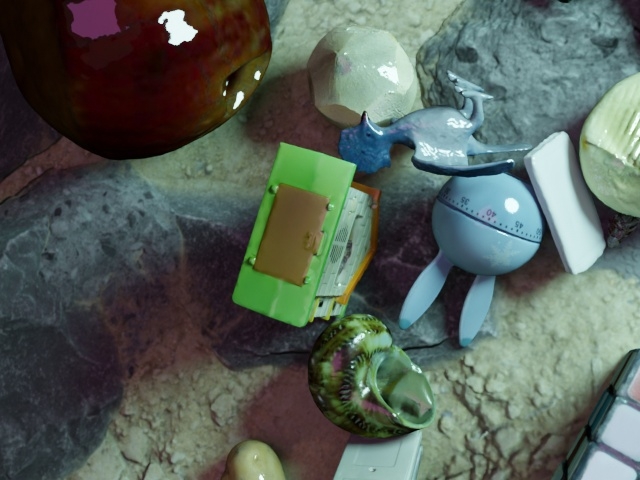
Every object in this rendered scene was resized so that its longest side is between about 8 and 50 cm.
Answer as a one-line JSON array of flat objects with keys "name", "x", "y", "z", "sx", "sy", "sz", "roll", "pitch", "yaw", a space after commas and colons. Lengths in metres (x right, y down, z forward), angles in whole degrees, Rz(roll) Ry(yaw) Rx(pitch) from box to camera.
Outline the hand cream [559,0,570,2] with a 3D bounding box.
[{"name": "hand cream", "x": 0.466, "y": -0.474, "z": 1.237, "sx": 0.336, "sy": 0.076, "sz": 0.121, "roll": -41, "pitch": 77, "yaw": 1}]

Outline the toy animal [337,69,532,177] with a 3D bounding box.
[{"name": "toy animal", "x": 0.162, "y": -0.142, "z": 1.180, "sx": 0.255, "sy": 0.239, "sz": 0.176, "roll": 24, "pitch": 113, "yaw": -16}]

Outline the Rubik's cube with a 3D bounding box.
[{"name": "Rubik's cube", "x": 0.443, "y": 0.299, "z": 1.048, "sx": 0.259, "sy": 0.256, "sz": 0.253, "roll": 30, "pitch": 92, "yaw": 17}]

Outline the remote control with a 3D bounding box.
[{"name": "remote control", "x": 0.067, "y": 0.343, "z": 1.142, "sx": 0.102, "sy": 0.277, "sz": 0.056, "roll": 0, "pitch": 109, "yaw": 15}]

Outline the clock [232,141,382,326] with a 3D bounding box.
[{"name": "clock", "x": 0.000, "y": 0.000, "z": 1.204, "sx": 0.106, "sy": 0.255, "sz": 0.220, "roll": 18, "pitch": 92, "yaw": 18}]

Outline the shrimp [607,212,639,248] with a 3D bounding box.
[{"name": "shrimp", "x": 0.432, "y": -0.030, "z": 1.209, "sx": 0.092, "sy": 0.029, "sz": 0.038, "roll": -43, "pitch": 69, "yaw": -2}]

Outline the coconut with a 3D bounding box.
[{"name": "coconut", "x": 0.061, "y": -0.238, "z": 1.262, "sx": 0.161, "sy": 0.162, "sz": 0.161, "roll": -2, "pitch": 84, "yaw": 16}]

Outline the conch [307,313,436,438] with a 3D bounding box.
[{"name": "conch", "x": 0.066, "y": 0.195, "z": 1.238, "sx": 0.124, "sy": 0.187, "sz": 0.182, "roll": -36, "pitch": 45, "yaw": 47}]

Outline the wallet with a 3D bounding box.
[{"name": "wallet", "x": 0.338, "y": -0.052, "z": 1.174, "sx": 0.032, "sy": 0.124, "sz": 0.183, "roll": -13, "pitch": 105, "yaw": 43}]

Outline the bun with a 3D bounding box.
[{"name": "bun", "x": 0.467, "y": -0.122, "z": 1.152, "sx": 0.229, "sy": 0.145, "sz": 0.229, "roll": -15, "pitch": 51, "yaw": 20}]

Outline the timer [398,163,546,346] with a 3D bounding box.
[{"name": "timer", "x": 0.212, "y": 0.006, "z": 1.220, "sx": 0.175, "sy": 0.175, "sz": 0.255, "roll": 43, "pitch": 125, "yaw": 15}]

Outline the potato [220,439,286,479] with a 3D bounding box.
[{"name": "potato", "x": -0.099, "y": 0.371, "z": 1.270, "sx": 0.112, "sy": 0.112, "sz": 0.147, "roll": -13, "pitch": 77, "yaw": 14}]

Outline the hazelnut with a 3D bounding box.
[{"name": "hazelnut", "x": -0.292, "y": -0.321, "z": 1.278, "sx": 0.402, "sy": 0.402, "sz": 0.429, "roll": -41, "pitch": 71, "yaw": 7}]
